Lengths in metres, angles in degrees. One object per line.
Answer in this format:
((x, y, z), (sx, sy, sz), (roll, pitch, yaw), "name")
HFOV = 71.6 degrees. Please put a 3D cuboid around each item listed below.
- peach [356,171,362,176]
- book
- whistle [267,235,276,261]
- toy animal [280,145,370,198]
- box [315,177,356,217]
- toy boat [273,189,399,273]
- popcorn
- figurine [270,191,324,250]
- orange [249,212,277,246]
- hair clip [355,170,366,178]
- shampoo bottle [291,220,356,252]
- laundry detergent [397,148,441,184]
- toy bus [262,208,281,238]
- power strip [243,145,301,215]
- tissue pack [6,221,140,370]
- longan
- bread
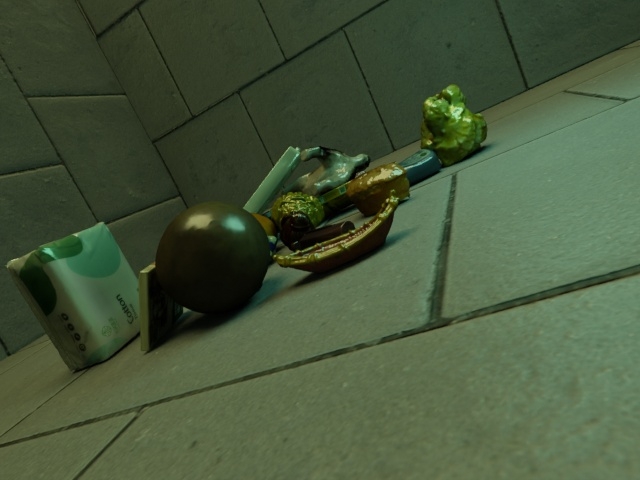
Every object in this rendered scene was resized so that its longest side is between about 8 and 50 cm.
((0.195, -0.291, 2.153), (0.083, 0.083, 0.083), (-25, 10, 5), "peach")
((-0.418, 0.145, 1.181), (0.027, 0.202, 0.264), (2, 11, 0), "book")
((-0.201, 0.037, 1.426), (0.110, 0.092, 0.244), (0, 24, 19), "whistle")
((0.034, -0.235, 1.812), (0.302, 0.194, 0.344), (-18, -14, -30), "toy animal")
((0.066, -0.157, 1.718), (0.278, 0.041, 0.153), (-25, -18, 16), "box")
((0.050, 0.001, 1.016), (0.317, 0.099, 0.141), (-28, 7, 3), "toy boat")
((0.472, -0.418, 1.628), (0.225, 0.277, 0.276), (-40, 17, -36), "popcorn")
((-0.075, -0.045, 1.470), (0.168, 0.187, 0.315), (-61, 12, 16), "figurine")
((-0.277, -0.012, 1.627), (0.248, 0.183, 0.249), (-26, 12, 6), "orange")
((0.116, -0.234, 2.043), (0.278, 0.090, 0.137), (-26, 1, 1), "hair clip")
((0.002, 0.000, 1.226), (0.236, 0.068, 0.067), (-14, 36, 48), "shampoo bottle")
((0.284, -0.225, 1.603), (0.289, 0.094, 0.143), (-30, 23, -5), "laundry detergent")
((-0.180, -0.089, 1.930), (0.262, 0.128, 0.150), (-35, 11, -35), "toy bus")
((-0.192, -0.226, 1.793), (0.385, 0.062, 0.091), (-55, -9, -12), "power strip")
((-0.682, 0.154, 1.300), (0.193, 0.357, 0.266), (-22, 11, 20), "tissue pack")
((-0.260, 0.043, 1.102), (0.297, 0.298, 0.297), (-25, 10, 5), "longan")
((0.164, -0.153, 1.420), (0.134, 0.129, 0.260), (-32, 10, -25), "bread")
